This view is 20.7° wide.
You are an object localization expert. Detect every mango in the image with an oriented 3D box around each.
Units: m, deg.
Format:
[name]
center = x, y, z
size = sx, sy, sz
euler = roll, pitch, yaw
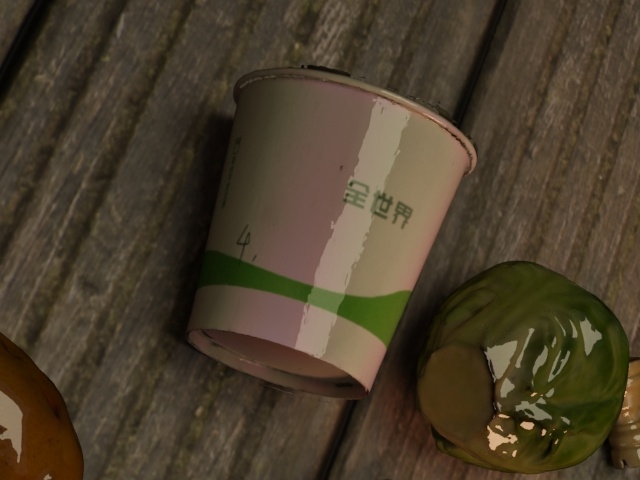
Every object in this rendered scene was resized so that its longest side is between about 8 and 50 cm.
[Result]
[mango]
center = -0.301, 0.151, 1.522
size = 0.248, 0.151, 0.156
euler = 53, 24, -6

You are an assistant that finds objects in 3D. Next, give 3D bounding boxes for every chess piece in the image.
[chess piece]
center = 0.346, 0.198, 2.007
size = 0.066, 0.066, 0.122
euler = -11, 91, -36

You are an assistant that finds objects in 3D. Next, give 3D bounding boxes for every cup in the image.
[cup]
center = 0.000, 0.000, 1.708
size = 0.253, 0.253, 0.274
euler = 26, 71, -28

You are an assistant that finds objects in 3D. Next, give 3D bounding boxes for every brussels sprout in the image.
[brussels sprout]
center = 0.210, 0.139, 1.841
size = 0.244, 0.244, 0.244
euler = 9, 74, -33
